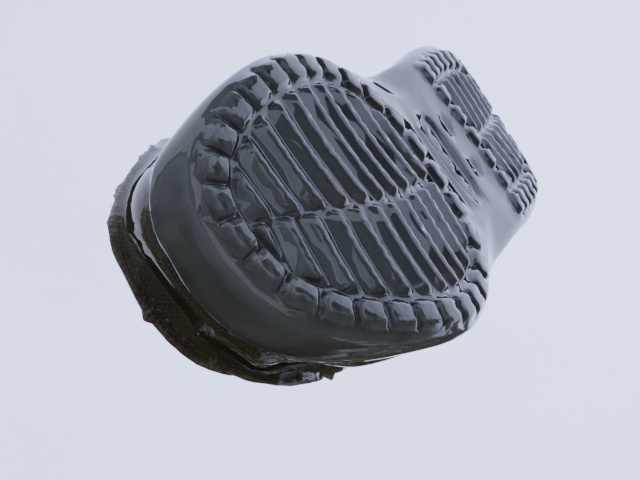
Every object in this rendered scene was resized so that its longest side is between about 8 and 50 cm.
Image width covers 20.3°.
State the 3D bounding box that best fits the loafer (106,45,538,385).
[{"bbox_3d":[0.000,0.000,0.544,0.087,0.251,0.094,-34,-95,21],"label":"loafer"}]
